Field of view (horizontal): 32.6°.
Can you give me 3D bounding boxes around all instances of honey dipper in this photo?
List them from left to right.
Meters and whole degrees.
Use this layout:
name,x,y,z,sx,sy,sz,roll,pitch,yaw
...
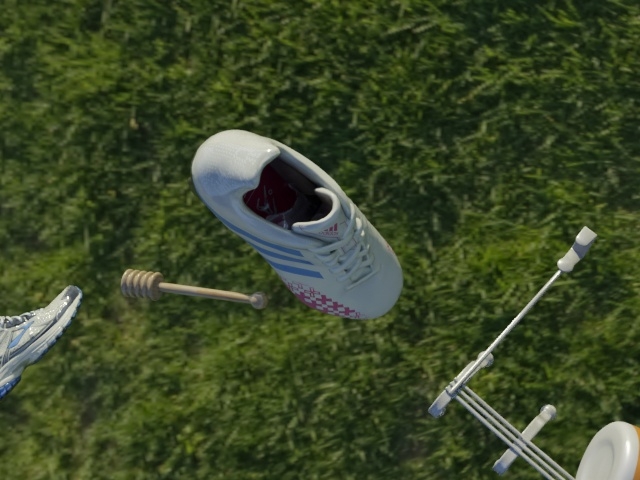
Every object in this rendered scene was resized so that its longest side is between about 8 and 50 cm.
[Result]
name,x,y,z,sx,sy,sz,roll,pitch,yaw
honey dipper,-0.127,0.053,1.119,0.160,0.030,0.030,7,96,19

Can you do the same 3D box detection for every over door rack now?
name,x,y,z,sx,sy,sz,roll,pitch,yaw
over door rack,0.331,0.184,1.422,0.239,0.108,0.324,40,77,14

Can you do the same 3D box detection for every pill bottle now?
name,x,y,z,sx,sy,sz,roll,pitch,yaw
pill bottle,0.394,0.288,1.181,0.216,0.121,0.121,23,110,-5

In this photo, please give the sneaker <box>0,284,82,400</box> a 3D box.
name,x,y,z,sx,sy,sz,roll,pitch,yaw
sneaker,-0.255,0.081,0.914,0.058,0.135,0.052,43,155,-5

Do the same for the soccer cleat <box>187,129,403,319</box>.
name,x,y,z,sx,sy,sz,roll,pitch,yaw
soccer cleat,0.000,0.000,1.176,0.143,0.331,0.116,12,69,51
